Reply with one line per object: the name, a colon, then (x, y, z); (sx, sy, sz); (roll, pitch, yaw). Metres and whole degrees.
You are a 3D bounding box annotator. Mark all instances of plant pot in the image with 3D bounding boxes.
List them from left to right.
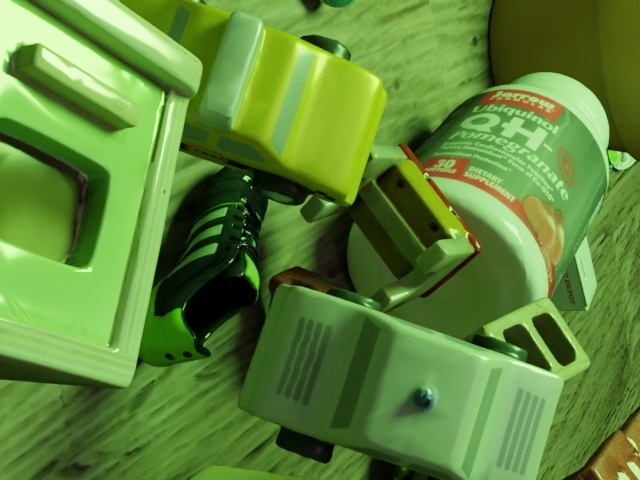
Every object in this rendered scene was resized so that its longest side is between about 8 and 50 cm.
plant pot: (0.332, -0.229, 1.127); (0.291, 0.204, 0.290); (6, 83, -57)

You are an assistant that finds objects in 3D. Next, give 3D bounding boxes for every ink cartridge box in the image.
ink cartridge box: (0.230, 0.028, 1.032); (0.052, 0.123, 0.088); (-49, 128, -45)

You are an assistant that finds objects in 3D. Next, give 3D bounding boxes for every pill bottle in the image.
pill bottle: (0.169, -0.041, 0.896); (0.318, 0.176, 0.176); (-47, 126, -47)

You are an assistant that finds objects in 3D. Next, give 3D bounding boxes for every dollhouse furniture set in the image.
dollhouse furniture set: (0.108, 0.130, 0.703); (0.152, 0.201, 0.374); (-11, 62, -55)

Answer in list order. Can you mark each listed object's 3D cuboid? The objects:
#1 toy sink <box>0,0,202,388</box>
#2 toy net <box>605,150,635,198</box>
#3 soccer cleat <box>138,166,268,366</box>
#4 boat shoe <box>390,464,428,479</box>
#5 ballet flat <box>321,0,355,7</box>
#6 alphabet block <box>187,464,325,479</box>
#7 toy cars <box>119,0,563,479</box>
toy sink: (-0.157, -0.060, 0.447); (0.153, 0.131, 0.234); (31, 62, -52)
toy net: (0.454, -0.127, 1.447); (0.232, 0.045, 0.122); (-17, 102, -56)
soccer cleat: (-0.064, 0.012, 0.635); (0.060, 0.072, 0.178); (59, 43, -37)
boat shoe: (0.114, 0.183, 0.870); (0.091, 0.109, 0.305); (54, 43, -35)
ballet flat: (-0.017, -0.258, 0.753); (0.052, 0.057, 0.168); (-99, 163, -45)
alphabet block: (-0.038, 0.271, 0.559); (0.197, 0.193, 0.193); (-31, 116, -54)
toy cars: (0.000, 0.000, 0.543); (0.177, 0.087, 0.393); (-31, 88, -9)
